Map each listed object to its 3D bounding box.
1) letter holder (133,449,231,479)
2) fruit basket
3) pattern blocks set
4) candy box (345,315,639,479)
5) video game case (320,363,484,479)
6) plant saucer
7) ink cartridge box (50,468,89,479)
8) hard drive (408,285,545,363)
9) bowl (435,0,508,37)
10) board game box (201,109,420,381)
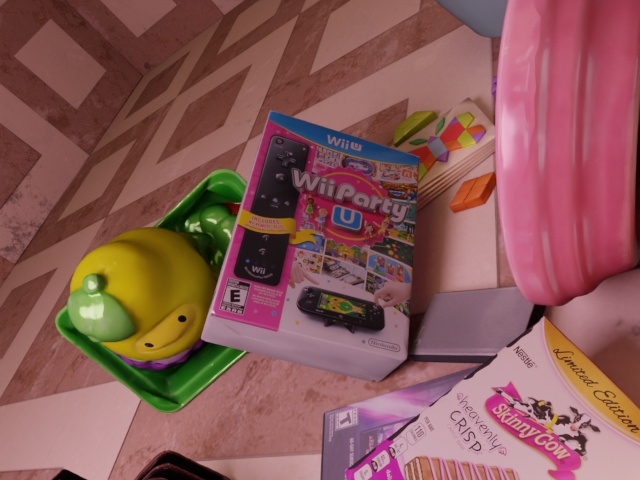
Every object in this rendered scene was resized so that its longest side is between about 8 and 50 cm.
[{"bbox_3d":[-0.214,0.379,0.540,0.152,0.214,0.302,10,62,52],"label":"letter holder"},{"bbox_3d":[-0.199,0.082,0.774,0.392,0.283,0.392,-38,19,16],"label":"fruit basket"},{"bbox_3d":[0.187,-0.138,0.827,0.325,0.026,0.285,-43,33,4],"label":"pattern blocks set"},{"bbox_3d":[0.148,0.195,0.428,0.233,0.071,0.159,-40,33,7],"label":"candy box"},{"bbox_3d":[0.113,0.229,0.517,0.274,0.026,0.196,-27,38,27],"label":"video game case"},{"bbox_3d":[0.242,-0.104,0.466,0.084,0.332,0.332,6,58,35],"label":"plant saucer"},{"bbox_3d":[-0.328,0.398,0.488,0.333,0.065,0.165,-63,6,-11],"label":"ink cartridge box"},{"bbox_3d":[0.169,0.092,0.580,0.135,0.022,0.094,-13,33,47],"label":"hard drive"},{"bbox_3d":[0.335,-0.464,0.889,0.311,0.163,0.311,-29,37,25],"label":"bowl"},{"bbox_3d":[0.000,0.000,0.680,0.097,0.224,0.303,117,166,-55],"label":"board game box"}]
